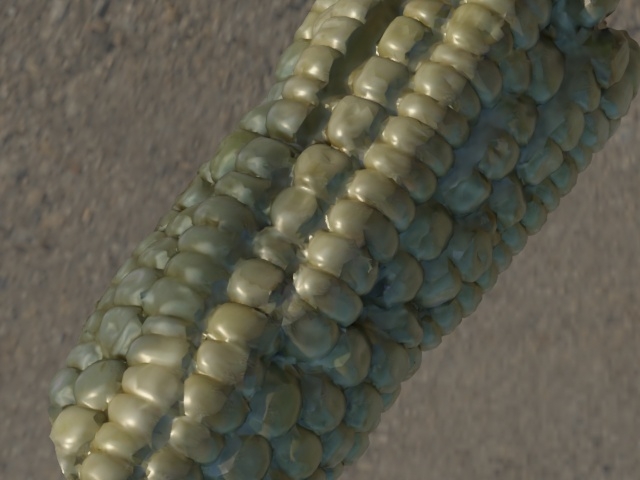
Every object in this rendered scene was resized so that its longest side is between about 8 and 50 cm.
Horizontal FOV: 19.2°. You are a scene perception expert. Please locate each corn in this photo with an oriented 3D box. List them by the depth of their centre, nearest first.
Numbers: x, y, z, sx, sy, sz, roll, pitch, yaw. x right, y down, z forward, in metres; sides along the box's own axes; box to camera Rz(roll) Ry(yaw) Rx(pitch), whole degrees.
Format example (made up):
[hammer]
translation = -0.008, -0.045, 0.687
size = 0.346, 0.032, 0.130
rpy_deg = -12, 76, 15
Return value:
[corn]
translation = 0.000, 0.000, 0.478
size = 0.087, 0.211, 0.087
rpy_deg = 36, 163, 12
